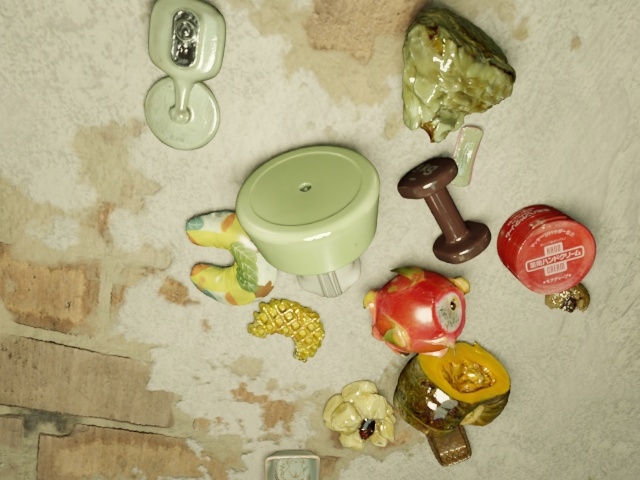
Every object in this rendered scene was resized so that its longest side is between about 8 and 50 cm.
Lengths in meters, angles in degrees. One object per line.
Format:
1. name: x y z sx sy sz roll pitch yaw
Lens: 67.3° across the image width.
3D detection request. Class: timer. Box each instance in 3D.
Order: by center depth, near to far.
1. timer: 0.000 0.000 1.045 0.290 0.291 0.315 -15 134 1

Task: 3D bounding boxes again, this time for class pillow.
1. pillow: -0.204 0.046 1.121 0.214 0.086 0.233 5 114 5

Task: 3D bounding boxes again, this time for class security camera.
1. security camera: -0.275 -0.325 0.971 0.157 0.080 0.302 9 113 -8

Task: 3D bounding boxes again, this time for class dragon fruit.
1. dragon fruit: 0.225 0.167 1.126 0.224 0.227 0.224 -2 94 -36

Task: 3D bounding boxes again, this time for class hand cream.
1. hand cream: 0.527 0.019 1.138 0.193 0.125 0.193 -2 111 -5

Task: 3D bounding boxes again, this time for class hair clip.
1. hair clip: 0.330 -0.190 1.096 0.054 0.022 0.137 6 111 -6

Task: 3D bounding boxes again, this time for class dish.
1. dish: -0.082 0.690 1.383 0.154 0.064 0.234 1 110 -5

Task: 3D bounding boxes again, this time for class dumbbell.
1. dumbbell: 0.278 -0.066 1.078 0.124 0.140 0.225 -38 111 -13

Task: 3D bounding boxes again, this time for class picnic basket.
1. picnic basket: 0.355 0.549 1.367 0.110 0.055 0.193 -21 112 5

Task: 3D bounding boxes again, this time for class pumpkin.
1. pumpkin: 0.319 0.353 1.200 0.317 0.222 0.139 -1 124 -34

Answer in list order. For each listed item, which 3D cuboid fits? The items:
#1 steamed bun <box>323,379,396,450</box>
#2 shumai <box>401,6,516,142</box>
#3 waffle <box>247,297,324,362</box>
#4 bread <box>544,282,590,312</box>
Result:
1. steamed bun: 0.103 0.486 1.296 0.192 0.106 0.177 -23 110 6
2. shumai: 0.249 -0.326 0.978 0.255 0.189 0.218 14 129 -26
3. waffle: -0.081 0.227 1.211 0.194 0.051 0.149 21 107 -12
4. bread: 0.637 0.144 1.229 0.113 0.060 0.082 3 113 -4
